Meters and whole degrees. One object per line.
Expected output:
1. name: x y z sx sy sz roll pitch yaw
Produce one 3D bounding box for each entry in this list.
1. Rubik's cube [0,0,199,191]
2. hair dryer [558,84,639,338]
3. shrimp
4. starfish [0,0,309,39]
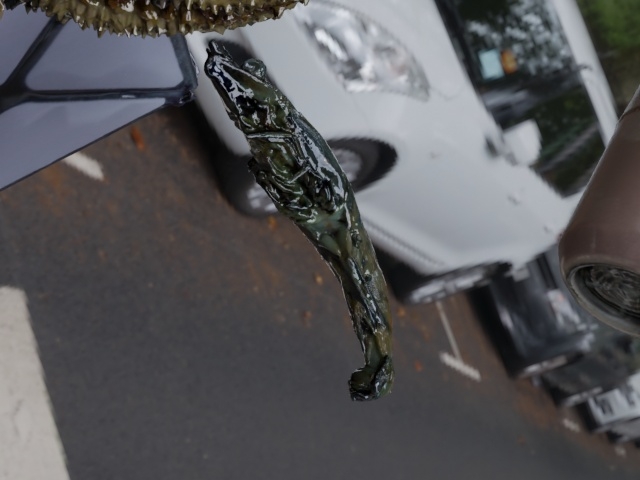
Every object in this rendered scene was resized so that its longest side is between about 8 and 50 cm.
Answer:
1. Rubik's cube: -0.292 -0.227 0.885 0.305 0.310 0.307 61 -7 16
2. hair dryer: 0.239 -0.078 0.615 0.107 0.189 0.344 31 -22 4
3. shrimp: 0.000 0.000 0.768 0.262 0.051 0.198 58 12 -45
4. starfish: -0.138 -0.166 0.413 0.312 0.303 0.113 42 38 -48
